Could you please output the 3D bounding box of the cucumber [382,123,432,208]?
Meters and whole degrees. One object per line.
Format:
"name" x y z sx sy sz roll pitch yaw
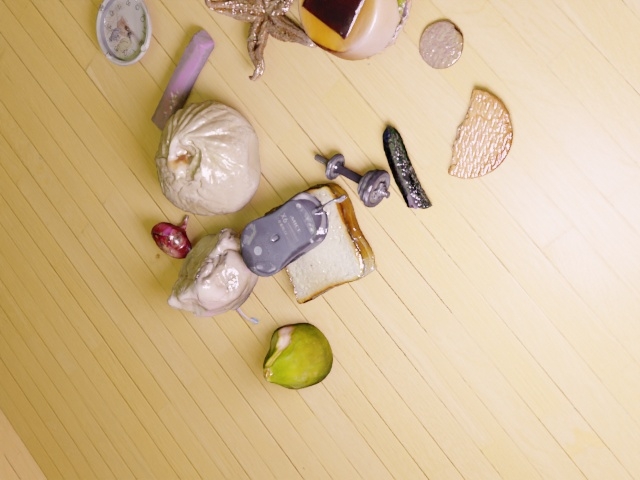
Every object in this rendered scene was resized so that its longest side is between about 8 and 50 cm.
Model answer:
"cucumber" 0.218 -0.189 1.760 0.067 0.067 0.245 -25 87 31

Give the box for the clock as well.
"clock" -0.616 -0.676 2.108 0.236 0.053 0.237 6 103 26

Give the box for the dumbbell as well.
"dumbbell" 0.085 -0.180 1.816 0.254 0.110 0.110 32 116 26

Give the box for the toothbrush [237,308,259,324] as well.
"toothbrush" -0.283 0.218 2.158 0.204 0.022 0.017 29 130 21

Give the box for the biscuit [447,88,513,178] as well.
"biscuit" 0.406 -0.255 1.652 0.144 0.033 0.225 19 111 22

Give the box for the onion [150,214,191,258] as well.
"onion" -0.469 -0.023 2.166 0.150 0.140 0.150 29 158 13

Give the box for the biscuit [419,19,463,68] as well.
"biscuit" 0.303 -0.491 1.663 0.120 0.015 0.120 8 106 28

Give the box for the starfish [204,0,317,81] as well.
"starfish" -0.157 -0.632 1.836 0.326 0.094 0.376 5 103 7

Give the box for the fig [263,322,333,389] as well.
"fig" -0.093 0.359 1.938 0.205 0.275 0.206 8 107 27

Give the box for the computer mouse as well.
"computer mouse" -0.067 -0.029 1.831 0.379 0.090 0.167 -30 80 26

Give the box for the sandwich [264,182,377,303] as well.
"sandwich" 0.000 0.000 1.904 0.271 0.099 0.301 -24 86 28

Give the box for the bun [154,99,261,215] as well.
"bun" -0.351 -0.232 1.968 0.352 0.227 0.349 -28 90 33

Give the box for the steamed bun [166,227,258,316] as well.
"steamed bun" -0.308 0.117 2.042 0.207 0.268 0.280 39 140 -23

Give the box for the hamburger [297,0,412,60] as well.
"hamburger" 0.086 -0.601 1.670 0.301 0.170 0.302 13 111 35

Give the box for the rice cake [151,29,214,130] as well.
"rice cake" -0.432 -0.483 2.052 0.072 0.056 0.365 44 118 15
